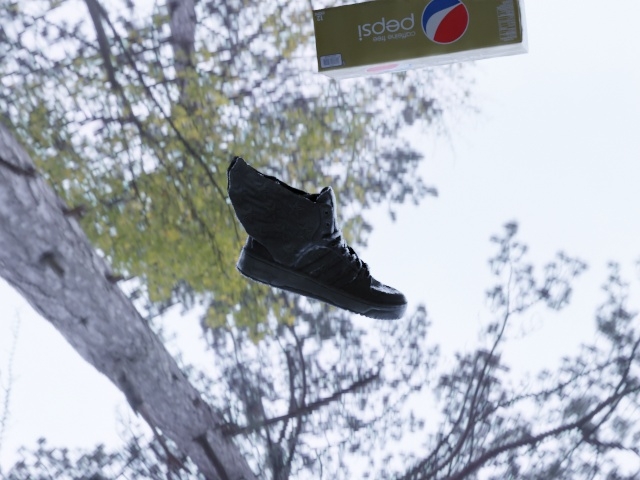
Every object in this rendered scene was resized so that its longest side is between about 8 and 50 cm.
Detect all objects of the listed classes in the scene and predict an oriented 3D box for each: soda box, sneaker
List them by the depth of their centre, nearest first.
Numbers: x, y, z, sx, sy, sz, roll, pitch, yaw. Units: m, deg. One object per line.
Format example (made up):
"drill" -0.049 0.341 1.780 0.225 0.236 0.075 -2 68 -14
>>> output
"sneaker" 0.000 0.000 0.861 0.170 0.051 0.089 17 -81 -11
"soda box" 0.088 -0.183 0.970 0.181 0.061 0.058 -5 -90 17
